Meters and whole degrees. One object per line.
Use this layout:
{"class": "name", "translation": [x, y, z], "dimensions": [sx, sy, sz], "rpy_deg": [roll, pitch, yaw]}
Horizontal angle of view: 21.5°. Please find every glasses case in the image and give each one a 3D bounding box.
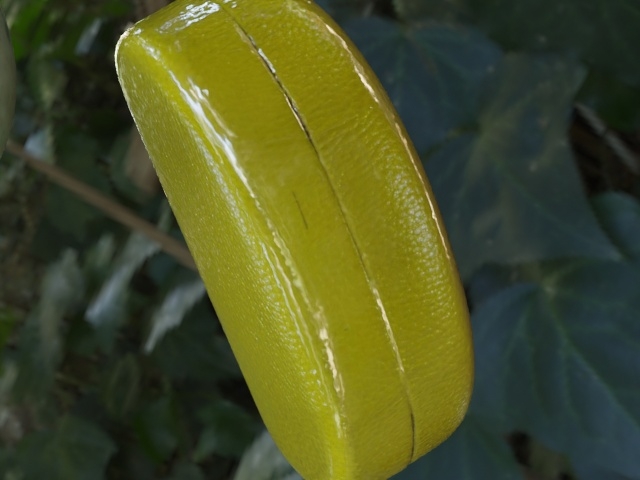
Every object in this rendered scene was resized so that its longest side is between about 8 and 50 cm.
{"class": "glasses case", "translation": [0.000, 0.000, 1.143], "dimensions": [0.141, 0.371, 0.173], "rpy_deg": [-30, 25, -18]}

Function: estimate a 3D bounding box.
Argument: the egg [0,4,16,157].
{"class": "egg", "translation": [-0.218, -0.081, 0.595], "dimensions": [0.169, 0.236, 0.169], "rpy_deg": [23, -90, -85]}
